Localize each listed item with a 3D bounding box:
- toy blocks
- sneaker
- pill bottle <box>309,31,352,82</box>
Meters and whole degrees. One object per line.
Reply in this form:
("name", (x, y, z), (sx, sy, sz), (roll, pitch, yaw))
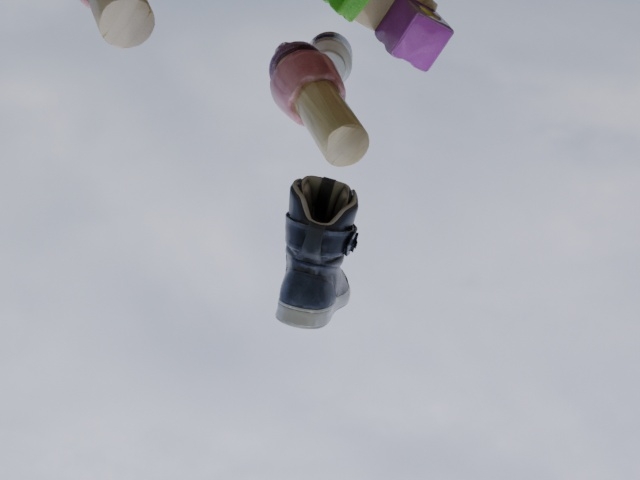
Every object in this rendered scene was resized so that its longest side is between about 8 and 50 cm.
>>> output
("toy blocks", (-0.023, -0.277, 0.965), (0.288, 0.309, 0.260), (27, -159, -34))
("sneaker", (0.002, 0.000, 1.389), (0.086, 0.163, 0.226), (9, -169, 2))
("pill bottle", (0.011, -0.248, 1.611), (0.067, 0.067, 0.120), (11, -161, -2))
